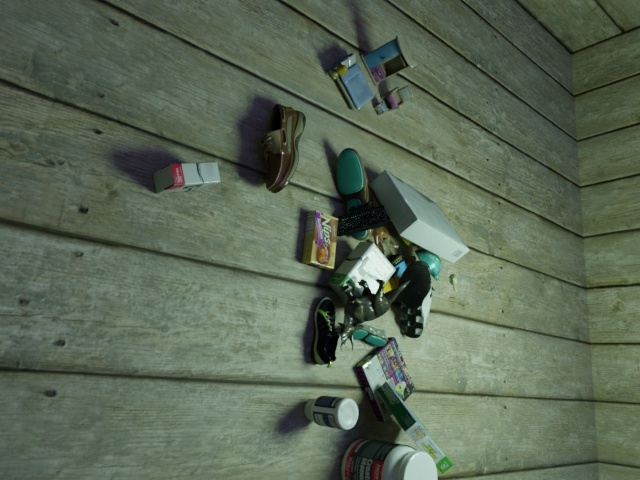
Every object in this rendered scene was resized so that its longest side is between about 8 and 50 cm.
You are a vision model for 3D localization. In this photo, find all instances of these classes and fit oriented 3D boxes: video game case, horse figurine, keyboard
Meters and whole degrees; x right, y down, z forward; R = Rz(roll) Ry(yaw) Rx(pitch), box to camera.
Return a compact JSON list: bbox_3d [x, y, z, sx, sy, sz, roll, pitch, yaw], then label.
[{"bbox_3d":[0.244,0.507,1.985,0.210,0.042,0.231,-31,103,-41],"label":"video game case"},{"bbox_3d":[0.236,-0.070,2.084,0.175,0.066,0.263,26,62,-44],"label":"horse figurine"},{"bbox_3d":[0.136,-0.080,1.919,0.038,0.192,0.100,-13,89,-77],"label":"keyboard"}]

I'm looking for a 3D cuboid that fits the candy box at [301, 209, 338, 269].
[{"bbox_3d":[0.000,0.000,1.863,0.109,0.053,0.186,20,70,-38],"label":"candy box"}]

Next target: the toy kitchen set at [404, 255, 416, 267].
[{"bbox_3d":[0.381,0.115,2.174,0.075,0.068,0.083,-41,109,-39],"label":"toy kitchen set"}]

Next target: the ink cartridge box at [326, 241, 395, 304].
[{"bbox_3d":[0.147,0.126,1.914,0.153,0.087,0.208,48,68,-23],"label":"ink cartridge box"}]

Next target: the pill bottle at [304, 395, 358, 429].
[{"bbox_3d":[0.029,0.538,1.698,0.094,0.170,0.094,9,76,-41],"label":"pill bottle"}]

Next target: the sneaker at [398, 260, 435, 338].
[{"bbox_3d":[0.372,0.202,2.077,0.146,0.123,0.330,-46,144,-52],"label":"sneaker"}]

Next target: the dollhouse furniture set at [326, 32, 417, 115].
[{"bbox_3d":[0.222,-0.615,2.092,0.303,0.198,0.286,-43,110,-38],"label":"dollhouse furniture set"}]

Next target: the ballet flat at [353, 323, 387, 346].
[{"bbox_3d":[0.157,0.327,1.940,0.213,0.072,0.068,26,37,-37],"label":"ballet flat"}]

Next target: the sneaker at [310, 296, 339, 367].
[{"bbox_3d":[0.033,0.305,1.798,0.084,0.097,0.234,17,70,-39],"label":"sneaker"}]

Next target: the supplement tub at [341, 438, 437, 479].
[{"bbox_3d":[0.219,0.757,1.755,0.191,0.272,0.191,11,74,-40],"label":"supplement tub"}]

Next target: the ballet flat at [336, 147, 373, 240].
[{"bbox_3d":[0.141,-0.170,1.999,0.124,0.116,0.342,-13,91,-63],"label":"ballet flat"}]

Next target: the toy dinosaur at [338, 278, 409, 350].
[{"bbox_3d":[0.160,0.218,1.825,0.314,0.121,0.160,-30,122,-21],"label":"toy dinosaur"}]

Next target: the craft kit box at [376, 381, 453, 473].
[{"bbox_3d":[0.318,0.635,1.845,0.061,0.250,0.246,-42,112,-1],"label":"craft kit box"}]

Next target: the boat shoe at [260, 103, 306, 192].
[{"bbox_3d":[-0.141,-0.308,1.765,0.120,0.123,0.323,27,56,-30],"label":"boat shoe"}]

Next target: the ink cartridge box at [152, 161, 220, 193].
[{"bbox_3d":[-0.375,-0.176,1.519,0.151,0.109,0.063,-10,87,-43],"label":"ink cartridge box"}]

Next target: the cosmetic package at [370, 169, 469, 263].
[{"bbox_3d":[0.386,-0.088,2.087,0.377,0.097,0.284,24,33,-42],"label":"cosmetic package"}]

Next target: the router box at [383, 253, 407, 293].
[{"bbox_3d":[0.273,0.148,2.084,0.179,0.046,0.133,-33,104,-41],"label":"router box"}]

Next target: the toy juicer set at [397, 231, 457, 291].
[{"bbox_3d":[0.439,0.092,2.158,0.329,0.089,0.209,55,16,20],"label":"toy juicer set"}]
